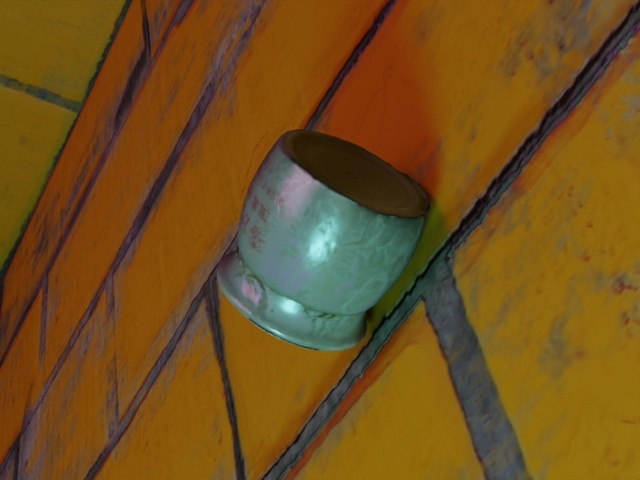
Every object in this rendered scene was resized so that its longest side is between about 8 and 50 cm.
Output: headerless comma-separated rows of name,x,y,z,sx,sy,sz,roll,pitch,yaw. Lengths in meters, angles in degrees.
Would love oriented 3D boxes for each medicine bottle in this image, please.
medicine bottle,0.000,0.000,0.840,0.143,0.147,0.147,-62,28,23
